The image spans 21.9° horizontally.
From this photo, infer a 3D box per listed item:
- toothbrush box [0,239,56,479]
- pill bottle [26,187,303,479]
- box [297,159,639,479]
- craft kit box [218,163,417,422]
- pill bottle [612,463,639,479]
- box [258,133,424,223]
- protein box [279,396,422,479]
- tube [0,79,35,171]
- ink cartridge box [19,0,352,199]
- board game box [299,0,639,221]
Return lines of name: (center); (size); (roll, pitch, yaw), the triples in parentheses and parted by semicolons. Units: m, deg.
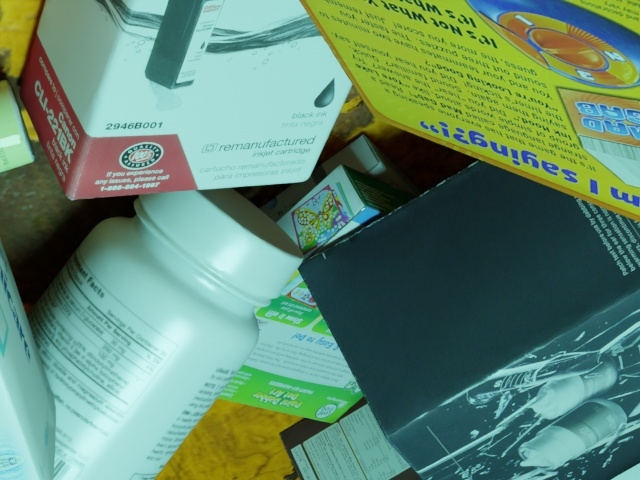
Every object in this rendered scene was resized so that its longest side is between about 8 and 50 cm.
toothbrush box: (-0.348, 0.097, 1.125); (0.295, 0.126, 0.216); (-11, 122, -1)
pill bottle: (-0.150, 0.083, 1.303); (0.283, 0.160, 0.160); (-52, 143, 8)
box: (0.197, 0.075, 1.406); (0.312, 0.179, 0.343); (-30, 149, 5)
craft kit box: (0.014, 0.057, 1.456); (0.246, 0.061, 0.250); (-44, 146, 19)
pill bottle: (0.353, 0.187, 1.746); (0.224, 0.224, 0.392); (-42, 153, 20)
box: (0.000, 0.000, 1.450); (0.186, 0.038, 0.145); (-36, 147, 11)
protein box: (0.100, 0.241, 1.760); (0.201, 0.136, 0.200); (-31, 146, 5)
tube: (-0.320, -0.046, 1.142); (0.240, 0.062, 0.070); (-17, 102, -5)
ink cartridge box: (-0.067, -0.165, 1.108); (0.197, 0.114, 0.273); (-6, 140, -31)
board game box: (0.201, -0.237, 0.868); (0.356, 0.356, 0.356); (-58, 149, -13)
